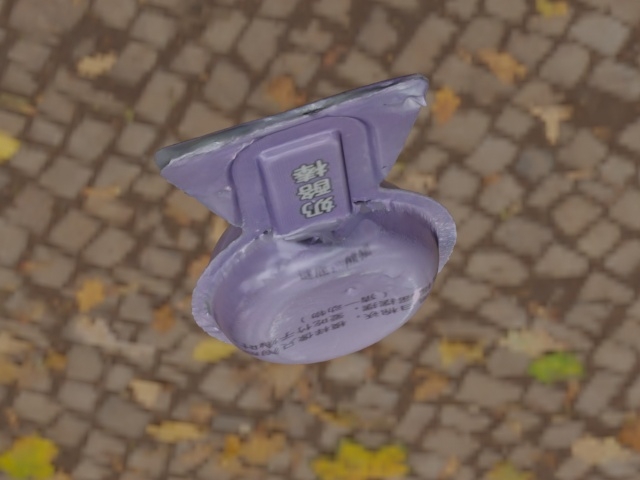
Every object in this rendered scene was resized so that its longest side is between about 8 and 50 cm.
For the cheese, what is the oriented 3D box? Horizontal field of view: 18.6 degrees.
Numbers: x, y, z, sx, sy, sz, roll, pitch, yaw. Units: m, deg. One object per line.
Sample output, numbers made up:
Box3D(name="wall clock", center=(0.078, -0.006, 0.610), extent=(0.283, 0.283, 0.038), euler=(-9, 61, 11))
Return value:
Box3D(name="cheese", center=(0.000, 0.000, 0.716), extent=(0.105, 0.042, 0.191), euler=(-18, 155, -5))
